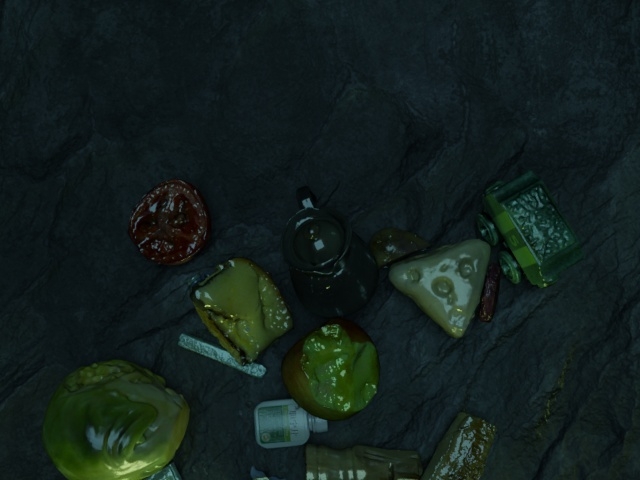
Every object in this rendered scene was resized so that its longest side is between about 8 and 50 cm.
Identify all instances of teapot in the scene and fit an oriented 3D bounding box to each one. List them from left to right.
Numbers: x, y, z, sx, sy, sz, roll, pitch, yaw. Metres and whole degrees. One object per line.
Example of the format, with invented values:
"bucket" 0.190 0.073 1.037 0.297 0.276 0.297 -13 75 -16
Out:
"teapot" -0.302 0.125 1.947 0.063 0.049 0.083 -39 83 -6
"teapot" 0.021 0.006 1.833 0.223 0.285 0.305 5 64 19

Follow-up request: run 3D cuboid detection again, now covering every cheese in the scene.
"cheese" 0.319 0.082 1.896 0.251 0.173 0.248 34 84 10

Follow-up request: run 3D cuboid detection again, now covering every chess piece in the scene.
"chess piece" 0.106 0.569 1.843 0.300 0.137 0.137 -2 81 -3

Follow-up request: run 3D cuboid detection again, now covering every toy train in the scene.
"toy train" 0.516 -0.020 1.875 0.166 0.238 0.299 -30 83 -8

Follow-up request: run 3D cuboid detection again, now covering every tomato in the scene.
"tomato" -0.385 -0.042 1.953 0.227 0.101 0.228 -2 80 9

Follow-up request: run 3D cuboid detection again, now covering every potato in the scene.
"potato" 0.201 0.005 1.945 0.172 0.089 0.101 -21 79 -2

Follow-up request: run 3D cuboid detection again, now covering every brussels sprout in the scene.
"brussels sprout" -0.495 0.439 1.788 0.343 0.268 0.344 1 74 -3

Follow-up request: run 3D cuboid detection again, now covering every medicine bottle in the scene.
"medicine bottle" -0.074 0.460 1.884 0.183 0.069 0.119 -5 79 -2

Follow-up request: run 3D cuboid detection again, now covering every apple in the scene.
"apple" 0.035 0.318 1.815 0.246 0.246 0.226 -35 88 -5

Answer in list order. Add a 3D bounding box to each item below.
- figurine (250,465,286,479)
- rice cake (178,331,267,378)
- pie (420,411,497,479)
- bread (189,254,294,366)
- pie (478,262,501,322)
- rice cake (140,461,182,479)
"figurine" -0.155 0.642 1.809 0.128 0.184 0.208 20 39 2
"rice cake" -0.251 0.298 1.922 0.245 0.045 0.042 23 81 3
"pie" 0.337 0.571 1.865 0.128 0.068 0.283 28 83 6
"bread" -0.201 0.164 1.883 0.204 0.162 0.262 -36 111 -16
"pie" 0.433 0.135 1.894 0.038 0.153 0.154 12 81 16
"rice cake" -0.453 0.643 1.869 0.226 0.040 0.085 -25 82 -4
